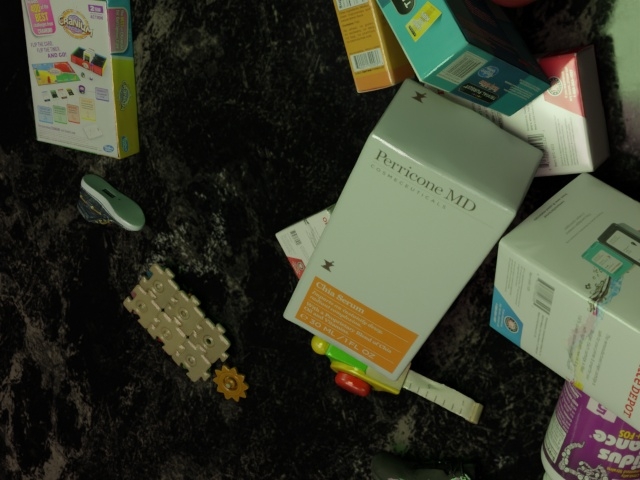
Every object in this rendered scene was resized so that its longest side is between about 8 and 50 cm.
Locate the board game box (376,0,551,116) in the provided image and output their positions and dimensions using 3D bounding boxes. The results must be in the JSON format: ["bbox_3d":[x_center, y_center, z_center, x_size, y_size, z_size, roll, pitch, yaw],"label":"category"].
[{"bbox_3d":[0.153,-0.341,1.214,0.079,0.254,0.336,-37,66,28],"label":"board game box"}]

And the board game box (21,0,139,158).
[{"bbox_3d":[-0.485,-0.341,1.823,0.242,0.064,0.316,15,116,28],"label":"board game box"}]

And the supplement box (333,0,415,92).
[{"bbox_3d":[0.078,-0.360,1.437,0.080,0.078,0.233,-4,106,38],"label":"supplement box"}]

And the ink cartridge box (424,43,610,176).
[{"bbox_3d":[0.293,-0.185,1.351,0.237,0.100,0.171,-3,107,34],"label":"ink cartridge box"}]

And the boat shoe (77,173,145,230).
[{"bbox_3d":[-0.446,-0.059,1.919,0.183,0.065,0.083,39,127,22],"label":"boat shoe"}]

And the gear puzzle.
[{"bbox_3d":[-0.265,0.202,1.921,0.339,0.044,0.175,47,125,5],"label":"gear puzzle"}]

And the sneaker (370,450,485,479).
[{"bbox_3d":[0.231,0.451,1.666,0.286,0.109,0.130,23,111,16],"label":"sneaker"}]

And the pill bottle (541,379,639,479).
[{"bbox_3d":[0.445,0.305,1.409,0.169,0.169,0.301,23,120,24],"label":"pill bottle"}]

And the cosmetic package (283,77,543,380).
[{"bbox_3d":[0.127,0.002,1.400,0.230,0.161,0.453,29,137,4],"label":"cosmetic package"}]

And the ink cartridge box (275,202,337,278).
[{"bbox_3d":[0.000,0.000,1.648,0.135,0.056,0.099,-23,96,38],"label":"ink cartridge box"}]

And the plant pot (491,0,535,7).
[{"bbox_3d":[0.297,-0.448,1.159,0.243,0.275,0.275,-33,89,48],"label":"plant pot"}]

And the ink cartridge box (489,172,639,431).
[{"bbox_3d":[0.408,0.082,1.255,0.270,0.197,0.198,37,150,32],"label":"ink cartridge box"}]

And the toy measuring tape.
[{"bbox_3d":[0.134,0.252,1.651,0.330,0.121,0.121,25,123,3],"label":"toy measuring tape"}]
